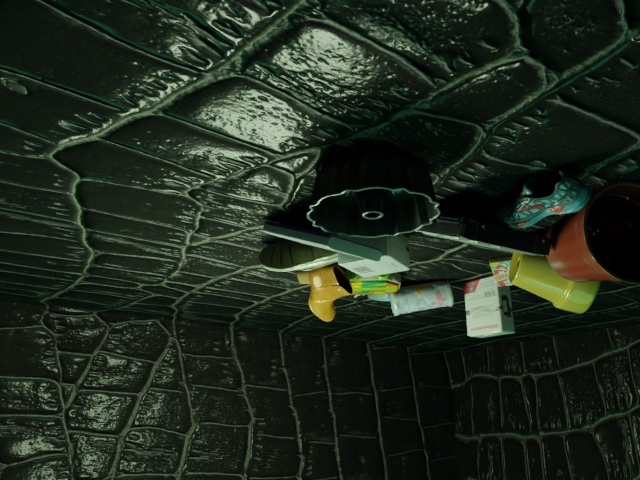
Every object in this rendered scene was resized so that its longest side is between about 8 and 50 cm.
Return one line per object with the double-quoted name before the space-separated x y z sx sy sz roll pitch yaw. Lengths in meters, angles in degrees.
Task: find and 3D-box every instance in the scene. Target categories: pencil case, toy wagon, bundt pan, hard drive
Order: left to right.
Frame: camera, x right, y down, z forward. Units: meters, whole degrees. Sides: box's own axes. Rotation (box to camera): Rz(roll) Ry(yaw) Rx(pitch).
"hard drive" 0.000 0.000 1.650 0.210 0.040 0.318 16 178 -40
"toy wagon" 0.156 0.173 2.282 0.344 0.068 0.267 -2 160 5
"bundt pan" 0.129 -0.118 1.369 0.330 0.124 0.331 1 161 0
"pencil case" 0.434 0.251 2.374 0.273 0.113 0.124 -11 120 2
"hard drive" 0.469 -0.018 1.616 0.338 0.064 0.237 11 -179 -28

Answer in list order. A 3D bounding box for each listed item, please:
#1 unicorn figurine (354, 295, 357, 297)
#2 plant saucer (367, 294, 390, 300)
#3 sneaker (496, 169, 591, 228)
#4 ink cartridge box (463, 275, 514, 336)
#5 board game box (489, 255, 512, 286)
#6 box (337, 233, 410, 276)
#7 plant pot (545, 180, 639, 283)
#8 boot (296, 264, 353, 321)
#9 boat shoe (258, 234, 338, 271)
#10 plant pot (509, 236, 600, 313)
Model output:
"unicorn figurine" 0.133 0.225 2.462 0.161 0.060 0.111 -12 163 -15
"plant saucer" 0.312 0.237 2.510 0.194 0.038 0.195 -1 160 0
"sneaker" 0.561 -0.120 1.447 0.125 0.104 0.261 36 146 -23
"ink cartridge box" 0.715 0.286 2.343 0.100 0.237 0.172 15 156 -36
"board game box" 0.774 0.103 2.044 0.259 0.039 0.124 -12 123 26
"box" 0.175 0.033 1.804 0.181 0.119 0.181 -12 157 30
"plant pot" 0.785 0.001 1.539 0.272 0.273 0.265 2 169 -7
"boot" 0.046 0.217 2.195 0.211 0.104 0.295 -3 128 41
"boat shoe" -0.059 0.060 1.893 0.302 0.113 0.103 -7 154 16
"plant pot" 0.764 0.093 1.818 0.238 0.254 0.254 12 162 9
